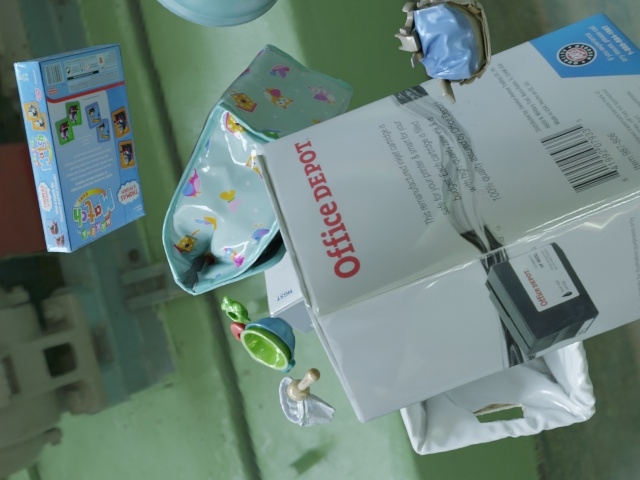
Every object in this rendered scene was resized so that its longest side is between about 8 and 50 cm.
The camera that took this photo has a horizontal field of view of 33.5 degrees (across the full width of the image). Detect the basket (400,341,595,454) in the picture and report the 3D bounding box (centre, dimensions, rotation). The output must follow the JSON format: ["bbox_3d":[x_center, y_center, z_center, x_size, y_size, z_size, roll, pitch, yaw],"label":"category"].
[{"bbox_3d":[0.278,0.153,1.881,0.328,0.266,0.331,-14,113,7],"label":"basket"}]

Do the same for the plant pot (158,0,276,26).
[{"bbox_3d":[-0.154,-0.524,1.753,0.196,0.293,0.293,-22,85,67],"label":"plant pot"}]

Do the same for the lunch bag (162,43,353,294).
[{"bbox_3d":[-0.083,-0.074,1.319,0.160,0.223,0.262,27,122,0],"label":"lunch bag"}]

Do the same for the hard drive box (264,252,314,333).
[{"bbox_3d":[0.000,0.000,1.675,0.181,0.089,0.232,-30,51,28],"label":"hard drive box"}]

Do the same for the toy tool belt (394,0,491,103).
[{"bbox_3d":[0.071,-0.128,0.637,0.052,0.051,0.083,-6,127,34],"label":"toy tool belt"}]

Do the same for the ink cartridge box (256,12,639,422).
[{"bbox_3d":[0.164,-0.032,1.050,0.395,0.285,0.166,-21,129,1],"label":"ink cartridge box"}]

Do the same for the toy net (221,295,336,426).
[{"bbox_3d":[-0.055,0.167,1.323,0.122,0.045,0.232,13,142,33],"label":"toy net"}]

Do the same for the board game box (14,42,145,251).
[{"bbox_3d":[-0.271,-0.110,1.221,0.039,0.160,0.211,0,106,23],"label":"board game box"}]
